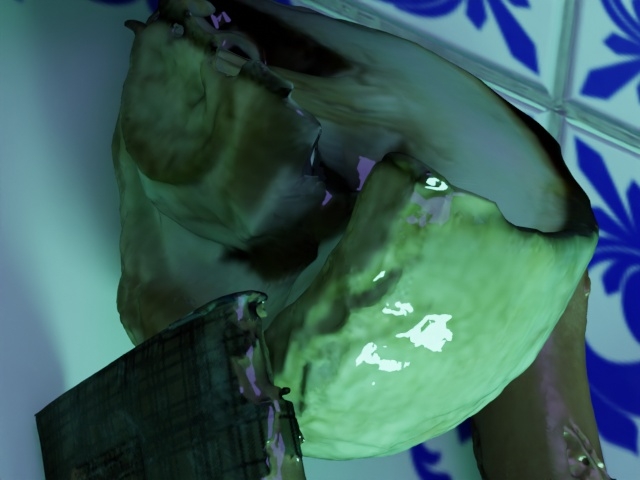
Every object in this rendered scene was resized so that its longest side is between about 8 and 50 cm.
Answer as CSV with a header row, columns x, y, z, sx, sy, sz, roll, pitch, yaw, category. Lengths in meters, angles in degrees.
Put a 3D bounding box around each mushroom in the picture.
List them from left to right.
x,y,z,sx,sy,sz,roll,pitch,yaw,category
0.004,-0.001,0.802,0.189,0.164,0.267,7,23,-44,mushroom

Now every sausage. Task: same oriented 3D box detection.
x,y,z,sx,sy,sz,roll,pitch,yaw,category
0.115,0.127,0.864,0.078,0.078,0.304,3,69,-28,sausage

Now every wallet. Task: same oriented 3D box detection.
x,y,z,sx,sy,sz,roll,pitch,yaw,category
-0.044,0.194,0.688,0.044,0.169,0.317,-1,71,-36,wallet
